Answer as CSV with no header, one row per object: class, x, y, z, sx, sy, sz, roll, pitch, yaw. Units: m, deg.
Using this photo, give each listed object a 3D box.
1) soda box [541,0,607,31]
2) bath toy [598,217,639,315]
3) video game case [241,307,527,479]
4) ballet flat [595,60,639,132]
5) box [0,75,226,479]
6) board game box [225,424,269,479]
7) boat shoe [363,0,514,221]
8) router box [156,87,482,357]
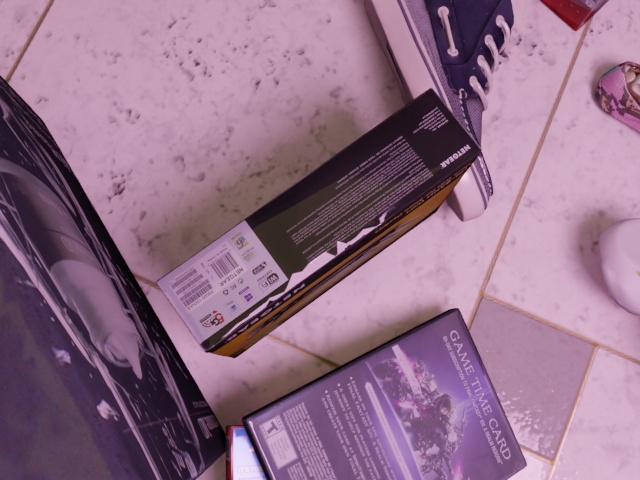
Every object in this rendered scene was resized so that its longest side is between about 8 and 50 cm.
soda box,0.268,-0.395,0.885,0.083,0.092,0.263,-44,83,-8
bath toy,0.479,0.001,0.800,0.348,0.129,0.151,-22,53,-7
video game case,0.077,0.214,0.738,0.274,0.026,0.196,-23,89,-26
ballet flat,0.441,-0.144,0.847,0.221,0.079,0.077,34,80,5
box,-0.332,0.065,0.591,0.297,0.480,0.472,-30,81,-8
board game box,0.039,0.262,0.741,0.281,0.027,0.145,3,80,-22
boat shoe,0.172,-0.202,0.827,0.158,0.127,0.341,-20,79,3
router box,0.000,0.000,0.730,0.308,0.243,0.081,-36,82,-6
